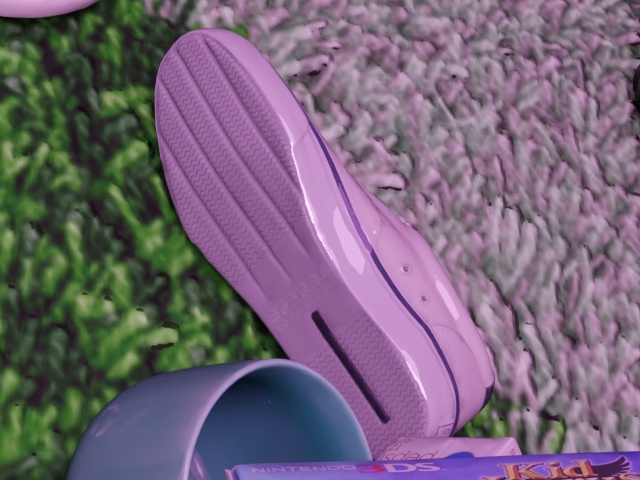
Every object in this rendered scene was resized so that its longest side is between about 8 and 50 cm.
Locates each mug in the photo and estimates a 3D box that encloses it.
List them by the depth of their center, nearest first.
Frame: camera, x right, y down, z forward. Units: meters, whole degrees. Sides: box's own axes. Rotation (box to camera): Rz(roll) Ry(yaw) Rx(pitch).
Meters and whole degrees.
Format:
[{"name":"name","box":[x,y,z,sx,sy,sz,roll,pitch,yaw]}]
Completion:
[{"name":"mug","box":[-0.058,0.113,0.655,0.158,0.097,0.129,42,51,-37]}]

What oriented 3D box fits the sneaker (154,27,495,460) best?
[{"name":"sneaker","box":[0.000,0.000,0.803,0.091,0.094,0.258,-15,73,-56]}]

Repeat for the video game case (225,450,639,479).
[{"name":"video game case","box":[0.095,0.208,0.593,0.270,0.061,0.244,0,102,-12]}]

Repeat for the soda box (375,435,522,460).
[{"name":"soda box","box":[0.081,0.195,0.668,0.074,0.069,0.216,-40,112,-40]}]

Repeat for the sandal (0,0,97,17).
[{"name":"sandal","box":[-0.264,-0.285,0.801,0.416,0.102,0.169,45,56,0]}]

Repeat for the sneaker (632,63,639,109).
[{"name":"sneaker","box":[0.266,-0.068,1.001,0.124,0.107,0.283,12,50,-6]}]
